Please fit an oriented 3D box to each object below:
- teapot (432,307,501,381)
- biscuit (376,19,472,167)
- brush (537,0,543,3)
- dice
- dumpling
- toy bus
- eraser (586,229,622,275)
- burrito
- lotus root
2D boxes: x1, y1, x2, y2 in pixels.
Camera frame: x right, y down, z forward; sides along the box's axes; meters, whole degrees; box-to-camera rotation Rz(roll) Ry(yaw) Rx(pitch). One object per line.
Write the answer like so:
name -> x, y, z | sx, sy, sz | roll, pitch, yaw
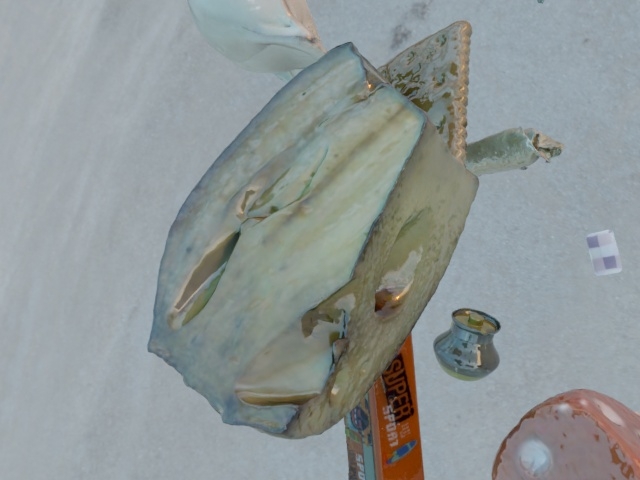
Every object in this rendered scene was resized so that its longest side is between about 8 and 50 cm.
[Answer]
teapot -> 0.286, 0.194, 1.227 | 0.165, 0.130, 0.119 | -98, 18, -70
biscuit -> 0.145, -0.191, 1.006 | 0.217, 0.044, 0.324 | -20, 53, 48
brush -> 0.262, -0.406, 0.774 | 0.011, 0.205, 0.083 | 1, 45, 34
dice -> 0.321, 0.294, 0.724 | 0.175, 0.174, 0.179 | -54, 33, 19
dumpling -> -0.103, -0.377, 1.109 | 0.341, 0.260, 0.181 | 14, 77, 22
toy bus -> 0.083, 0.250, 0.877 | 0.092, 0.093, 0.408 | -3, 93, 59
eraser -> 0.687, 0.031, 1.517 | 0.065, 0.026, 0.105 | -15, 81, 24
burrito -> 0.283, -0.137, 1.000 | 0.226, 0.087, 0.060 | -7, 78, 61
lotus root -> 0.003, 0.003, 0.542 | 0.210, 0.142, 0.314 | 35, 83, 29
